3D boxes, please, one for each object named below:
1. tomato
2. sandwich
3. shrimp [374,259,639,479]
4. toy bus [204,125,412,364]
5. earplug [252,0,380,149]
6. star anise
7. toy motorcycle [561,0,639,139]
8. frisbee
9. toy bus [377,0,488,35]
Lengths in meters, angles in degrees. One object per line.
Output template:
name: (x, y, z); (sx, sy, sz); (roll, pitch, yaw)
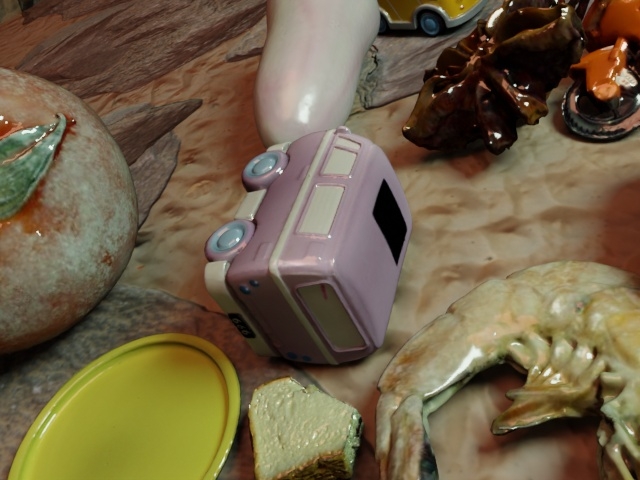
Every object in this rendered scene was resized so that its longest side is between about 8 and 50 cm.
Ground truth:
tomato: (-0.361, -0.031, 0.667); (0.317, 0.316, 0.282); (-35, 9, -12)
sandwich: (-0.014, 0.149, 0.493); (0.093, 0.035, 0.105); (-26, 37, 0)
shrimp: (0.143, 0.136, 0.390); (0.247, 0.085, 0.360); (-5, 37, 24)
toy bus: (0.000, 0.000, 0.575); (0.142, 0.142, 0.202); (-8, 43, 29)
earplug: (-0.016, -0.220, 0.832); (0.172, 0.172, 0.301); (-8, 49, 21)
star anise: (0.198, -0.173, 0.669); (0.220, 0.126, 0.190); (-18, 31, 54)
toy motorcycle: (0.405, -0.223, 0.608); (0.326, 0.148, 0.221); (-9, 65, 33)
frisbee: (-0.179, 0.181, 0.560); (0.236, 0.017, 0.236); (-14, 40, 13)
toy bus: (0.150, -0.409, 0.957); (0.209, 0.136, 0.126); (19, 56, 40)
